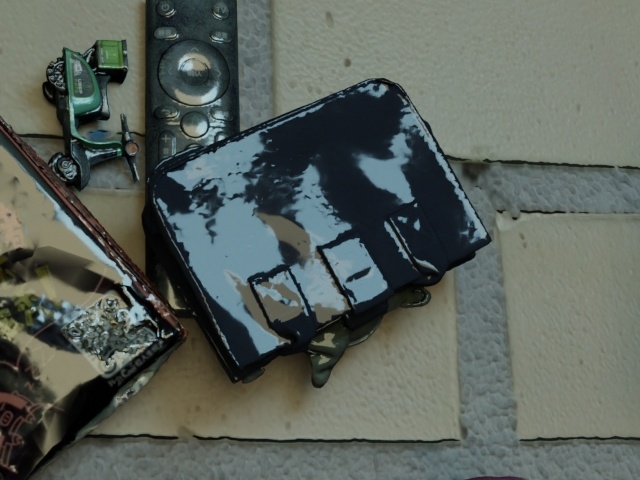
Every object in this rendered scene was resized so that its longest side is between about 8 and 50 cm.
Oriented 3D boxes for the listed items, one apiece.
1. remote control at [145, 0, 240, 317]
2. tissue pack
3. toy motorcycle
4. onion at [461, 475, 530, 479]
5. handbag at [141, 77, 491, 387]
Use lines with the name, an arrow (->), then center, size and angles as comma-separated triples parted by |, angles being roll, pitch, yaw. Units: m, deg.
remote control -> -0.141, -0.102, 1.335 | 0.107, 0.044, 0.377 | 3, 74, -16
tissue pack -> -0.320, 0.053, 1.207 | 0.245, 0.123, 0.332 | -42, 90, -15
toy motorcycle -> -0.251, -0.136, 1.313 | 0.100, 0.058, 0.173 | -1, 73, -19
onion -> 0.176, 0.418, 1.128 | 0.358, 0.345, 0.358 | -4, 111, -9
handbag -> 0.000, 0.000, 1.269 | 0.326, 0.118, 0.269 | -25, 78, -21
